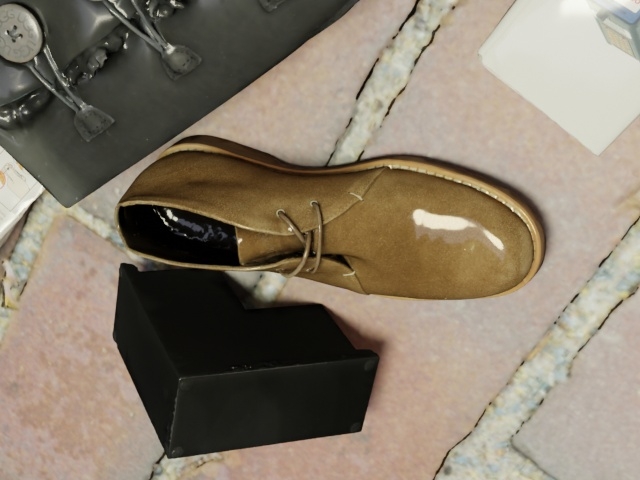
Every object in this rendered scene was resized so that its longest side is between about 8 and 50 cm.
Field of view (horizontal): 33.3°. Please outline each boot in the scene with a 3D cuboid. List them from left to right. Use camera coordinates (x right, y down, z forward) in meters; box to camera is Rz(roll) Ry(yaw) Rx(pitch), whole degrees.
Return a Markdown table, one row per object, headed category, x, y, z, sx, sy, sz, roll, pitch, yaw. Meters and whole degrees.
| category | x | y | z | sx | sy | sz | roll | pitch | yaw |
| --- | --- | --- | --- | --- | --- | --- | --- | --- | --- |
| boot | -0.118 | -0.267 | 0.680 | 0.445 | 0.146 | 0.367 | -27 | 98 | 34 |
| boot | 0.000 | 0.000 | 0.754 | 0.305 | 0.115 | 0.112 | 9 | 114 | 17 |

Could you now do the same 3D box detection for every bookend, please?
| category | x | y | z | sx | sy | sz | roll | pitch | yaw |
| --- | --- | --- | --- | --- | --- | --- | --- | --- | --- |
| bookend | -0.064 | 0.082 | 0.827 | 0.157 | 0.156 | 0.072 | 50 | 135 | 50 |

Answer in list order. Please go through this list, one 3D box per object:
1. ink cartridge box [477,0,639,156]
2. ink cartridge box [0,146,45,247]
| category | x | y | z | sx | sy | sz | roll | pitch | yaw |
| --- | --- | --- | --- | --- | --- | --- | --- | --- | --- |
| ink cartridge box | 0.192 | -0.168 | 0.576 | 0.093 | 0.154 | 0.212 | 41 | 120 | 0 |
| ink cartridge box | -0.329 | -0.054 | 0.876 | 0.181 | 0.056 | 0.224 | 42 | 87 | -3 |
